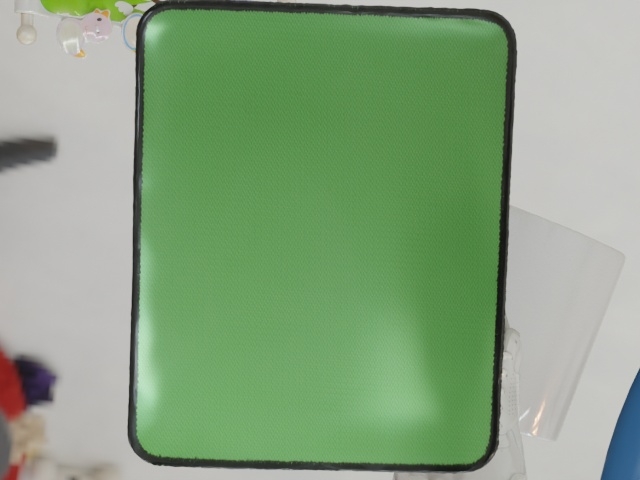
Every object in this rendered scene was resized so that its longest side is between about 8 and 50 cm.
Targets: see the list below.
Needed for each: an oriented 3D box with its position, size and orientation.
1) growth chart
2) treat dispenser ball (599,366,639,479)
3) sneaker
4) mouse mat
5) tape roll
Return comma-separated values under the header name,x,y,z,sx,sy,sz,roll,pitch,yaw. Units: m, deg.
name,x,y,z,sx,sy,sz,roll,pitch,yaw
growth chart,-0.128,-0.231,1.457,0.237,0.172,0.021,-7,176,-17
treat dispenser ball,0.217,0.099,0.503,0.288,0.288,0.288,1,145,1
sneaker,0.092,0.105,1.215,0.090,0.232,0.115,2,112,1
mouse mat,0.000,0.000,0.747,0.152,0.190,0.007,2,-173,-2
tape roll,0.113,0.049,1.556,0.246,0.169,0.246,22,180,0
